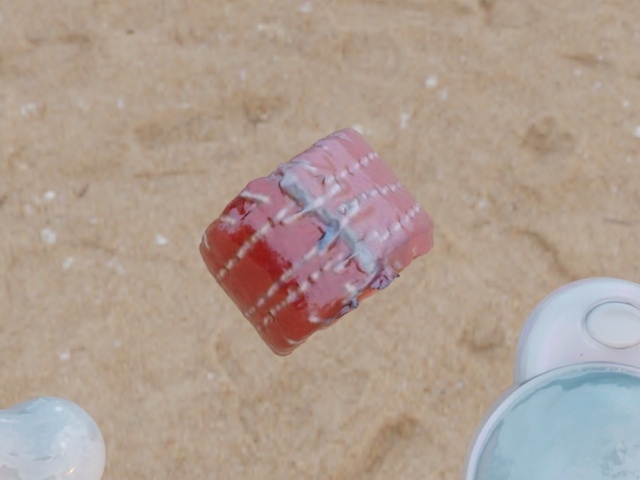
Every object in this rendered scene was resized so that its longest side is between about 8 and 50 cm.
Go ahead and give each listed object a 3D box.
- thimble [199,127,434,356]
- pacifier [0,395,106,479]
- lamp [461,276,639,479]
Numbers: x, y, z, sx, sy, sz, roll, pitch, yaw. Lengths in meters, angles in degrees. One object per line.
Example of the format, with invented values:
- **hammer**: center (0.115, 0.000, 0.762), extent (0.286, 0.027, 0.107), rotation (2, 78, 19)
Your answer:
- **thimble**: center (-0.001, 0.002, 1.155), extent (0.125, 0.163, 0.189), rotation (52, 15, 3)
- **pacifier**: center (-0.249, 0.142, 0.932), extent (0.226, 0.238, 0.287), rotation (12, 51, -32)
- **lamp**: center (0.187, 0.145, 0.955), extent (0.180, 0.108, 0.246), rotation (7, 84, -5)
